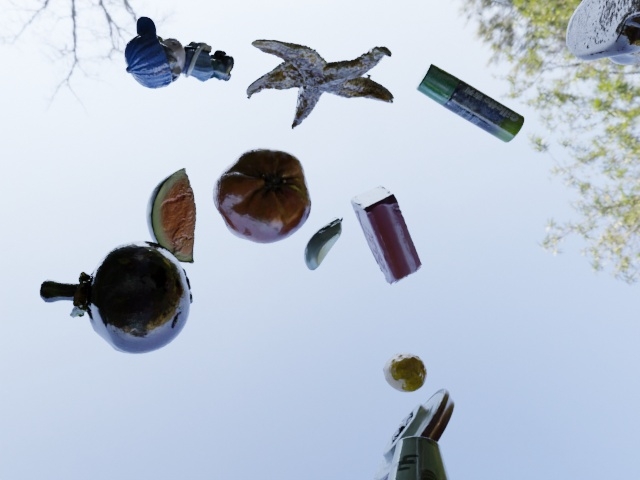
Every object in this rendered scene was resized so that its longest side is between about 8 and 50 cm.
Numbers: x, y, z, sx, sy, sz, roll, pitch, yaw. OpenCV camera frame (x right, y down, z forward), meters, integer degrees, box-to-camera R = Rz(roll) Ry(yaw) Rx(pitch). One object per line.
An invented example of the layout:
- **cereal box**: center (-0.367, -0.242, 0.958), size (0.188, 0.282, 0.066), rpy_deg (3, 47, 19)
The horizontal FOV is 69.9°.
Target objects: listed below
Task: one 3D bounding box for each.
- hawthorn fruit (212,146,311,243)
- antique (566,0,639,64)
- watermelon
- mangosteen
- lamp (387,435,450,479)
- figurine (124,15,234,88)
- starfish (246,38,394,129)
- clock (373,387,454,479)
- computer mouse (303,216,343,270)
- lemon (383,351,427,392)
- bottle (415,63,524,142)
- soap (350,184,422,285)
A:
- **hawthorn fruit**: center (-0.107, -0.077, 0.823), size (0.189, 0.189, 0.189), rpy_deg (11, -127, -14)
- **antique**: center (0.444, -0.296, 0.571), size (0.143, 0.257, 0.121), rpy_deg (5, -90, 0)
- **watermelon**: center (-0.365, -0.054, 1.128), size (0.119, 0.245, 0.063), rpy_deg (-8, -164, -26)
- **mangosteen**: center (-0.410, 0.119, 0.931), size (0.289, 0.231, 0.231), rpy_deg (-5, -122, -14)
- **lamp**: center (0.164, 0.446, 0.760), size (0.121, 0.121, 0.215), rpy_deg (21, -136, -6)
- **figurine**: center (-0.187, -0.230, 0.599), size (0.136, 0.079, 0.077), rpy_deg (4, -150, -48)
- **starfish**: center (-0.007, -0.241, 0.691), size (0.235, 0.277, 0.062), rpy_deg (7, -97, -29)
- **clock**: center (0.242, 0.525, 1.228), size (0.080, 0.319, 0.318), rpy_deg (36, -129, 13)
- **computer mouse**: center (0.000, 0.000, 0.790), size (0.032, 0.110, 0.056), rpy_deg (27, -160, -25)
- **lemon**: center (0.241, 0.379, 1.319), size (0.114, 0.155, 0.114), rpy_deg (5, -105, -20)
- **bottle**: center (0.447, -0.412, 1.378), size (0.330, 0.093, 0.093), rpy_deg (28, -129, -6)
- **soap**: center (0.180, -0.006, 1.188), size (0.099, 0.162, 0.250), rpy_deg (-26, -73, -5)
